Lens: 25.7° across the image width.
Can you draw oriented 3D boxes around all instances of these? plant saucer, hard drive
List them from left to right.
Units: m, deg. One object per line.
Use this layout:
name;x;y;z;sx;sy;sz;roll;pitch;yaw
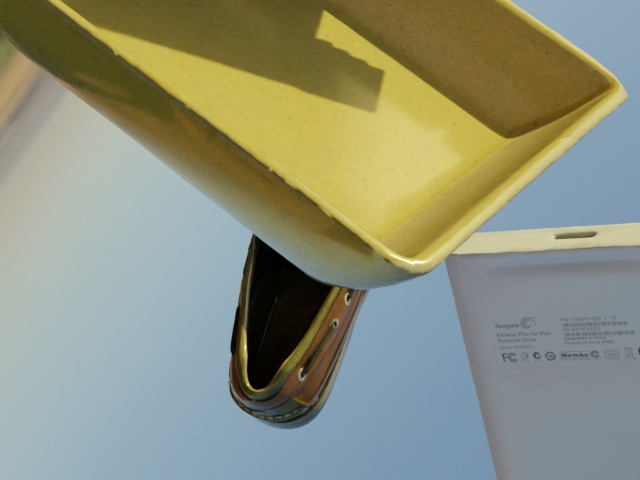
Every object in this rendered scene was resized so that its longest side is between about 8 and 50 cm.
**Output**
plant saucer;-0.015;-0.111;0.851;0.333;0.332;0.081;-36;159;-52
hard drive;0.228;0.133;1.121;0.203;0.308;0.040;-3;-153;26

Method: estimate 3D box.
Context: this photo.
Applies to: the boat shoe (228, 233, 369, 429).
boat shoe;0.000;0.000;1.151;0.104;0.110;0.307;62;37;-70
